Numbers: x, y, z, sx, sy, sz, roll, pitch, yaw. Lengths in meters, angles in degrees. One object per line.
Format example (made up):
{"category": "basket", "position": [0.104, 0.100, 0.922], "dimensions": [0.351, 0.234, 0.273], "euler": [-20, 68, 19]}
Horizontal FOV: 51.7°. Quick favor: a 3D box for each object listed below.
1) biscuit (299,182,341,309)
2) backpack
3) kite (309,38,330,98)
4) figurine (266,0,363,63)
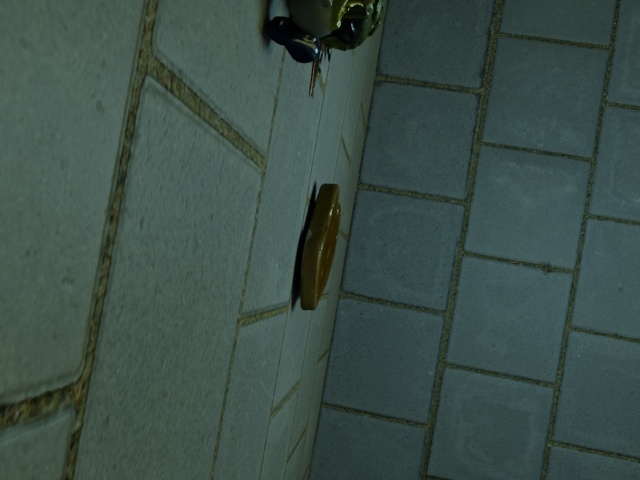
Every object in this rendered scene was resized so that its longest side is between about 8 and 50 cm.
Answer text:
{"category": "biscuit", "position": [-0.002, 0.000, 1.626], "dimensions": [0.344, 0.057, 0.288], "euler": [-66, 165, -64]}
{"category": "backpack", "position": [0.035, -0.409, 1.048], "dimensions": [0.253, 0.139, 0.207], "euler": [102, -2, -89]}
{"category": "kite", "position": [0.015, -0.444, 1.326], "dimensions": [0.234, 0.016, 0.321], "euler": [90, 12, -58]}
{"category": "figurine", "position": [-0.009, -0.368, 0.798], "dimensions": [0.338, 0.204, 0.284], "euler": [111, -12, -51]}
